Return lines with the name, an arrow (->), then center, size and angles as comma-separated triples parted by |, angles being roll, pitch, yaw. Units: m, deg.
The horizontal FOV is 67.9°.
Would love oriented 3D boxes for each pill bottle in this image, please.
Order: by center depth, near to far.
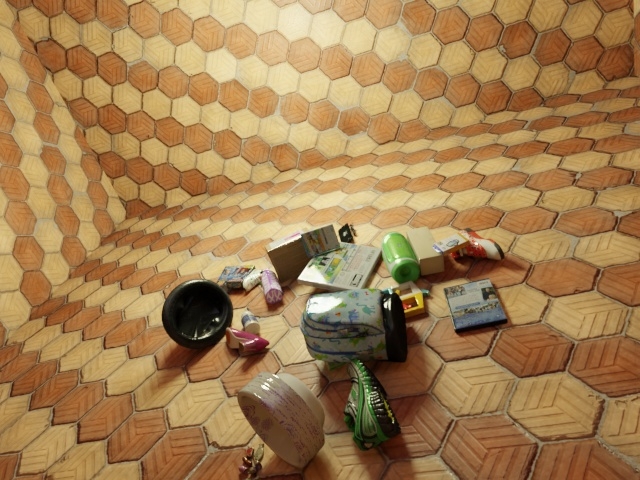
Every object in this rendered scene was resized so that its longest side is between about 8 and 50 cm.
pill bottle -> -0.307, 0.356, 2.062 | 0.067, 0.067, 0.120 | -26, 28, -12

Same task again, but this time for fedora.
fedora -> -0.561, 0.337, 2.123 | 0.152, 0.334, 0.334 | -37, 8, 48

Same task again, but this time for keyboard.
keyboard -> 0.148, -0.032, 2.521 | 0.100, 0.038, 0.192 | -39, 25, 14

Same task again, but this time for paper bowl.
paper bowl -> -0.101, 0.510, 1.402 | 0.284, 0.284, 0.148 | 10, 38, 44

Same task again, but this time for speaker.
speaker -> 0.344, 0.072, 2.081 | 0.131, 0.131, 0.296 | -18, 27, 5

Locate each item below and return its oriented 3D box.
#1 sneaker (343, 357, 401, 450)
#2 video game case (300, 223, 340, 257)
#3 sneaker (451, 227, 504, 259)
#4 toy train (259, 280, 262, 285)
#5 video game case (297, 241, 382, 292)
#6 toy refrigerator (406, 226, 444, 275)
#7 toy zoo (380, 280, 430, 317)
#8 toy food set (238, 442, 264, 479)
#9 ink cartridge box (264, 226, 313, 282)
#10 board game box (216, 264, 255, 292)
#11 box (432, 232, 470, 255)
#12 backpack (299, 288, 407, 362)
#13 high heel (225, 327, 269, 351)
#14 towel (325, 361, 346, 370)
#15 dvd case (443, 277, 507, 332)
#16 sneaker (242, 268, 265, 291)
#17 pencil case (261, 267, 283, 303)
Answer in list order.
sneaker -> 0.122, 0.489, 1.460 | 0.146, 0.134, 0.343 | -35, 19, 6
video game case -> 0.000, 0.000, 2.264 | 0.166, 0.119, 0.015 | -18, -3, -16
sneaker -> 0.632, 0.042, 1.985 | 0.145, 0.090, 0.270 | -29, 28, -7
toy train -> -0.262, 0.202, 2.362 | 0.083, 0.024, 0.017 | -17, 27, 7
video game case -> 0.095, 0.118, 2.196 | 0.300, 0.036, 0.329 | 9, 37, 22
toy refrigerator -> 0.458, 0.045, 2.093 | 0.102, 0.094, 0.269 | -11, 28, 2
toy zoo -> 0.292, 0.250, 1.891 | 0.293, 0.030, 0.192 | -18, 27, 6
toy food set -> -0.214, 0.678, 1.458 | 0.078, 0.019, 0.122 | -17, 27, 6
ink cartridge box -> -0.130, 0.071, 2.330 | 0.234, 0.193, 0.088 | -24, 28, -8
board game box -> -0.451, 0.208, 2.442 | 0.194, 0.060, 0.194 | -4, 32, 28
box -> 0.537, 0.018, 1.969 | 0.136, 0.028, 0.081 | -24, 29, -4
backpack -> 0.106, 0.304, 1.696 | 0.355, 0.273, 0.290 | -18, 29, 20
high heel -> -0.313, 0.409, 1.988 | 0.117, 0.082, 0.244 | -3, 2, -32
towel -> 0.058, 0.410, 1.763 | 0.113, 0.023, 0.152 | -25, 27, -7
dvd case -> 0.561, 0.235, 1.746 | 0.180, 0.022, 0.253 | -15, 28, 12
sneaker -> -0.327, 0.194, 2.384 | 0.075, 0.057, 0.161 | -11, 25, 30
pencil case -> -0.234, 0.216, 2.248 | 0.086, 0.088, 0.206 | -26, 26, -4
